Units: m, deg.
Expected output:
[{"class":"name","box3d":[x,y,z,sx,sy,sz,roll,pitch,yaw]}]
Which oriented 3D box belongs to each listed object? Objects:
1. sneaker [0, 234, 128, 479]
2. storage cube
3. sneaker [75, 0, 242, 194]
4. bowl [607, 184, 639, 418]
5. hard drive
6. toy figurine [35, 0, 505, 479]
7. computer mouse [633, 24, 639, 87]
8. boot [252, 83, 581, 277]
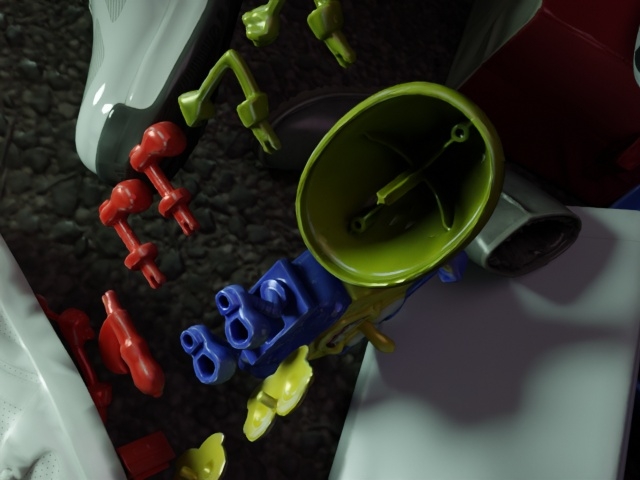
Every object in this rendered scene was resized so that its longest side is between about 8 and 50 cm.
[{"class":"sneaker","box3d":[-0.238,0.112,0.561,0.169,0.108,0.292,-27,73,-27]},{"class":"storage cube","box3d":[0.248,-0.177,0.823,0.193,0.183,0.215,28,62,-10]},{"class":"sneaker","box3d":[-0.180,-0.244,0.706,0.258,0.169,0.447,15,58,-8]},{"class":"bowl","box3d":[0.403,0.033,0.718,0.391,0.391,0.077,-43,124,-30]},{"class":"hard drive","box3d":[0.128,0.109,0.679,0.203,0.040,0.307,5,60,25]},{"class":"toy figurine","box3d":[0.000,0.000,0.612,0.217,0.362,0.191,-14,62,-52]},{"class":"computer mouse","box3d":[0.279,-0.165,0.705,0.106,0.042,0.193,34,58,-12]},{"class":"boot","box3d":[0.071,-0.044,0.709,0.190,0.076,0.208,-17,52,-23]}]
